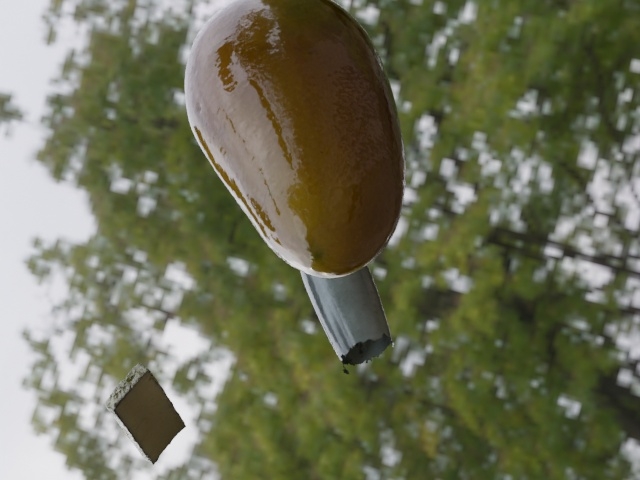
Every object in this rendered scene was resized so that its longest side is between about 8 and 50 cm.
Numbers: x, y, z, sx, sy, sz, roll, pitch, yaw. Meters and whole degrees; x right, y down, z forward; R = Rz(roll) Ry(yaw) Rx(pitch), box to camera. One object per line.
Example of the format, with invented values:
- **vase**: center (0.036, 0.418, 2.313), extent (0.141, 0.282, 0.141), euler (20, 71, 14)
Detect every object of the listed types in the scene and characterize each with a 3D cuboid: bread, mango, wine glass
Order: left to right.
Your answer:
- **bread**: center (-0.210, 0.209, 1.955), extent (0.068, 0.028, 0.154), euler (-49, -31, -17)
- **mango**: center (-0.015, -0.070, 0.987), extent (0.113, 0.138, 0.253), euler (-45, 31, 25)
- **wine glass**: center (0.000, 0.000, 1.502), extent (0.262, 0.074, 0.074), euler (68, -171, 25)
